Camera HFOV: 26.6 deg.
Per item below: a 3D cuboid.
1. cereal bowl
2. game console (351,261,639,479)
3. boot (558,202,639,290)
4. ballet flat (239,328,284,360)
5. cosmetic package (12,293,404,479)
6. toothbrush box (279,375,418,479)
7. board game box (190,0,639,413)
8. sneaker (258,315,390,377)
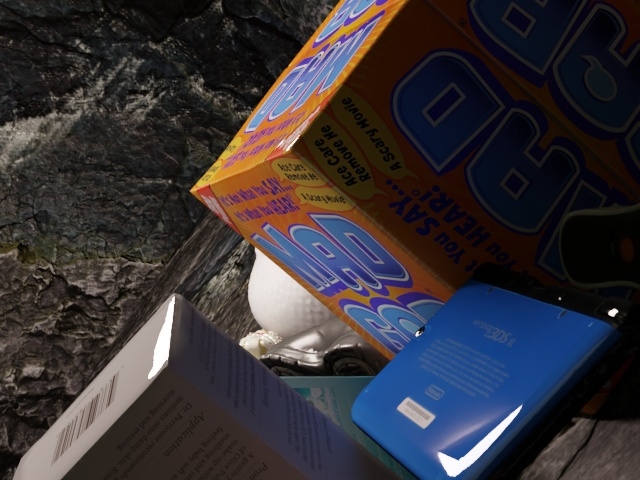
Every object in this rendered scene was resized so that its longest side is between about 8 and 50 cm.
[{"bbox_3d":[0.000,0.000,2.111,0.339,0.141,0.339,-48,13,15],"label":"cereal bowl"},{"bbox_3d":[0.190,0.117,0.988,0.250,0.173,0.293,-46,11,-6],"label":"game console"},{"bbox_3d":[0.317,0.001,1.023,0.244,0.176,0.088,-166,71,-69],"label":"boot"},{"bbox_3d":[-0.092,0.191,1.953,0.091,0.077,0.241,-9,34,7],"label":"ballet flat"},{"bbox_3d":[-0.033,0.240,1.002,0.197,0.365,0.155,-45,15,10],"label":"cosmetic package"},{"bbox_3d":[-0.044,0.220,1.255,0.216,0.295,0.126,-38,59,44],"label":"toothbrush box"},{"bbox_3d":[0.152,-0.086,1.327,0.356,0.356,0.356,-53,13,-14],"label":"board game box"},{"bbox_3d":[0.031,0.141,1.719,0.286,0.109,0.130,-14,30,54],"label":"sneaker"}]
